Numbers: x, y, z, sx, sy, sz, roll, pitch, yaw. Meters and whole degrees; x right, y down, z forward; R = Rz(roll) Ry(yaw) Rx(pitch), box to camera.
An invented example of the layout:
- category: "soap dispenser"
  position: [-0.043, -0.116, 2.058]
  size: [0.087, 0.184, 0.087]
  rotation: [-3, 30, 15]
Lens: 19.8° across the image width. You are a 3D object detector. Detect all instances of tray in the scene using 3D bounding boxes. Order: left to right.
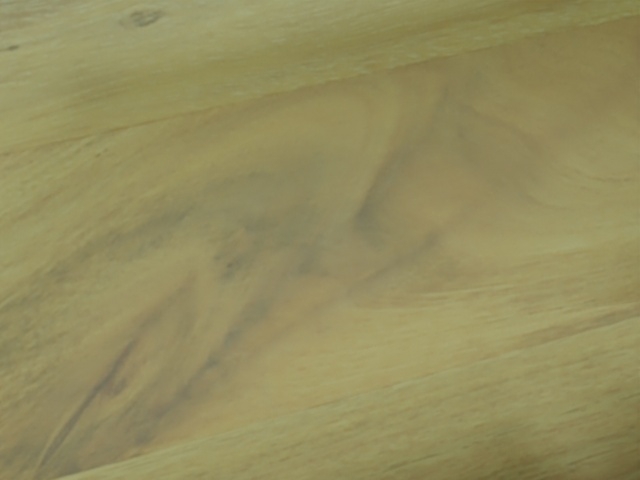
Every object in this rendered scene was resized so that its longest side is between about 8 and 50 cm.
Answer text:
- category: "tray"
  position: [0.000, 0.000, 0.374]
  size: [0.411, 0.076, 0.203]
  rotation: [-14, 98, -17]
